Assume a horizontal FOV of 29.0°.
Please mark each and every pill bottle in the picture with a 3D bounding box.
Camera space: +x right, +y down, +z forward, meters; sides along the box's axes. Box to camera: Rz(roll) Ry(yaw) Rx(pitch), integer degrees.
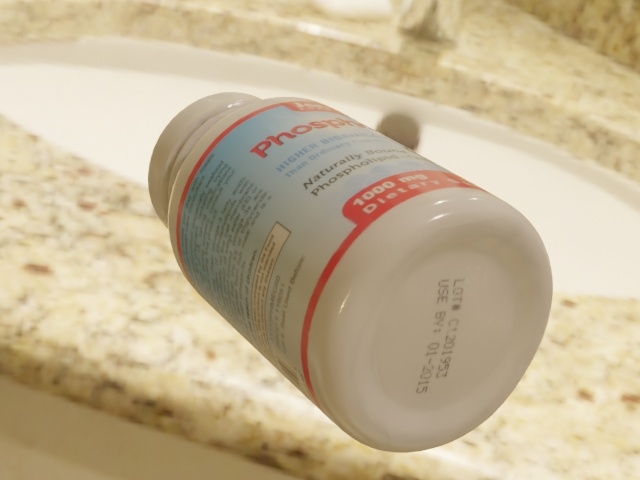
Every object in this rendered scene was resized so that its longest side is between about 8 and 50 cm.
[{"bbox_3d":[0.000,0.000,0.435,0.087,0.087,0.160,-3,23,-32],"label":"pill bottle"}]
